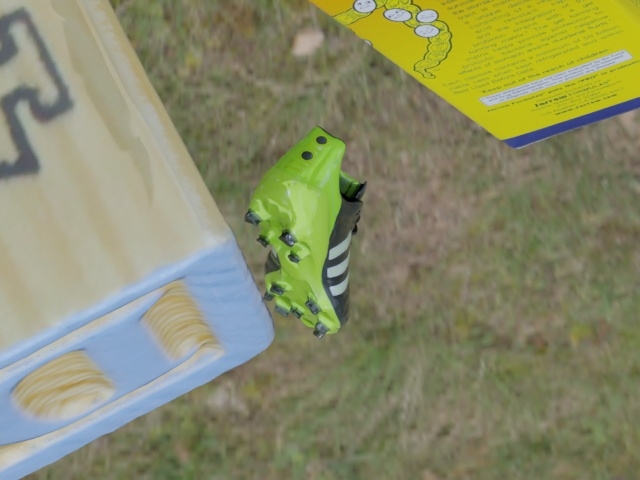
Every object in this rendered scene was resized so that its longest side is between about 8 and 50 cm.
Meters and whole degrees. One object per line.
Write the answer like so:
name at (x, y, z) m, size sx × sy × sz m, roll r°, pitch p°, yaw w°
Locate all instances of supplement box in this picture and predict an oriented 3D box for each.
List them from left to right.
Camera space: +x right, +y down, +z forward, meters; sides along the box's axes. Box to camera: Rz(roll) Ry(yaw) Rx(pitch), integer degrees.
supplement box at (0.149, -0.242, 1.563) m, size 0.195 × 0.194 × 0.356 m, roll -18°, pitch 154°, yaw 27°

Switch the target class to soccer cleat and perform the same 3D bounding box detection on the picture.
soccer cleat at (0.000, 0.000, 1.101) m, size 0.060 × 0.072 × 0.179 m, roll 32°, pitch 161°, yaw 18°

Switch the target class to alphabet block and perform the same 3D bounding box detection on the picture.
alphabet block at (-0.154, -0.013, 0.897) m, size 0.193 × 0.197 × 0.192 m, roll -27°, pitch 162°, yaw -5°
